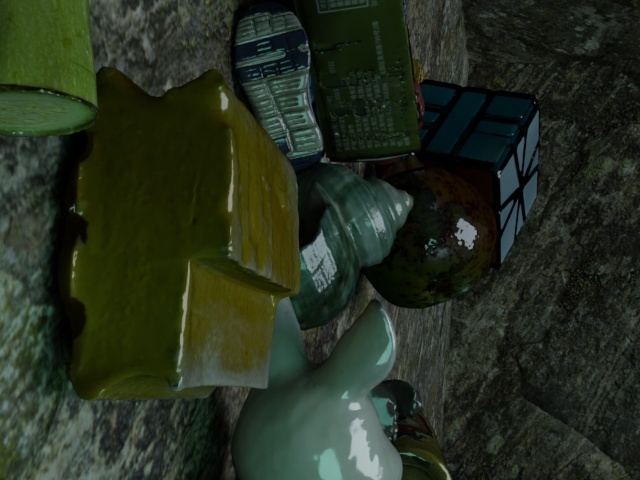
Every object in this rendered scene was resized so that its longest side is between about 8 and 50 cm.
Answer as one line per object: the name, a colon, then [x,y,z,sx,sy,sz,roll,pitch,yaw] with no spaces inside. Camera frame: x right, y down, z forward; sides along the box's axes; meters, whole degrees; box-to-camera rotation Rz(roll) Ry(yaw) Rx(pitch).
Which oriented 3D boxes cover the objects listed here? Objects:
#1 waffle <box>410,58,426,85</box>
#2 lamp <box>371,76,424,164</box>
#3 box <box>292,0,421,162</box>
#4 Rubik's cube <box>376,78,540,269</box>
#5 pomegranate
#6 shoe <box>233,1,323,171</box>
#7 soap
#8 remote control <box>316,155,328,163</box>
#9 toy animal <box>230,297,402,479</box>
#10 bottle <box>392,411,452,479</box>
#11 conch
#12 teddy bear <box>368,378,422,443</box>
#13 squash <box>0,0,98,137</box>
waffle: [0.219,-0.295,2.224,0.219,0.057,0.229,34,60,-72]
lamp: [0.103,-0.224,1.637,0.182,0.140,0.181,-33,129,-52]
box: [0.041,-0.378,1.229,0.420,0.138,0.372,78,8,-45]
Rubik's cube: [0.307,-0.150,2.020,0.288,0.284,0.293,-54,149,-37]
pomegranate: [0.185,-0.044,1.758,0.285,0.285,0.340,75,3,-48]
shoe: [-0.054,-0.188,1.131,0.106,0.092,0.207,-113,-170,-62]
soap: [-0.109,0.013,0.810,0.281,0.143,0.259,41,52,-78]
remote control: [-0.010,-0.019,1.381,0.073,0.044,0.229,-74,169,-62]
toy animal: [-0.029,0.234,0.965,0.241,0.196,0.367,38,65,-62]
bottle: [0.123,0.367,1.627,0.351,0.172,0.171,-98,-174,-77]
conch: [0.000,0.000,1.150,0.195,0.277,0.220,62,-25,11]
teddy bear: [0.069,0.271,1.460,0.251,0.171,0.144,6,91,-78]
squash: [-0.185,-0.178,0.600,0.094,0.094,0.224,49,39,-70]
